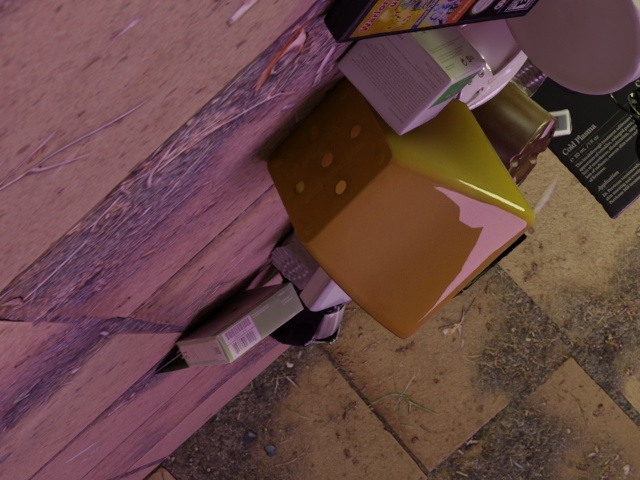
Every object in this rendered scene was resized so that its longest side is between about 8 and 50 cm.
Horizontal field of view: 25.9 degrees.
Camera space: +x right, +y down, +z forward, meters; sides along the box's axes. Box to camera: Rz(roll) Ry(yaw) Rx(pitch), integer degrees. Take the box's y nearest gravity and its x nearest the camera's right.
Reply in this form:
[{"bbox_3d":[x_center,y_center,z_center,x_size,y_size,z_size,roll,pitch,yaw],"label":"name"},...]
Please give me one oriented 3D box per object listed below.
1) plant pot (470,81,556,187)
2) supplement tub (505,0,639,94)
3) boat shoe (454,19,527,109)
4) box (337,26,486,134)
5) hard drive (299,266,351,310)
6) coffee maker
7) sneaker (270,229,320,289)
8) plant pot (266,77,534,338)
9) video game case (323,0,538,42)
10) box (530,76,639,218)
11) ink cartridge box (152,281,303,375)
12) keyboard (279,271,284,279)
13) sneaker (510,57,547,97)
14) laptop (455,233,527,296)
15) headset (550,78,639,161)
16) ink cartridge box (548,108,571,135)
[{"bbox_3d":[0.203,-0.150,1.789,0.167,0.165,0.167,-48,163,-20],"label":"plant pot"},{"bbox_3d":[0.370,-0.322,1.543,0.316,0.228,0.228,-38,172,-27],"label":"supplement tub"},{"bbox_3d":[0.153,-0.196,1.656,0.277,0.098,0.096,-40,174,-4],"label":"boat shoe"},{"bbox_3d":[0.094,-0.180,1.418,0.087,0.102,0.101,-44,174,32],"label":"box"},{"bbox_3d":[0.114,-0.025,1.991,0.203,0.040,0.307,-16,151,-42],"label":"hard drive"},{"bbox_3d":[-0.027,0.094,2.266,0.171,0.120,0.178,-18,154,-23],"label":"coffee maker"},{"bbox_3d":[-0.001,-0.003,2.076,0.095,0.090,0.235,-53,-178,-30],"label":"sneaker"},{"bbox_3d":[0.068,-0.055,1.530,0.187,0.212,0.212,25,119,-42],"label":"plant pot"},{"bbox_3d":[0.162,-0.279,1.200,0.248,0.035,0.275,-15,157,-38],"label":"video game case"},{"bbox_3d":[0.505,-0.270,2.247,0.343,0.312,0.179,-44,173,23],"label":"box"},{"bbox_3d":[-0.159,0.141,2.204,0.171,0.056,0.235,-36,-165,-37],"label":"ink cartridge box"},{"bbox_3d":[0.000,0.000,2.306,0.180,0.023,0.108,-46,164,27],"label":"keyboard"},{"bbox_3d":[0.256,-0.222,2.036,0.293,0.102,0.146,-35,171,-44],"label":"sneaker"},{"bbox_3d":[0.210,-0.040,2.352,0.264,0.234,0.136,-38,173,-25],"label":"laptop"},{"bbox_3d":[0.424,-0.261,1.935,0.243,0.185,0.394,-10,155,15],"label":"headset"},{"bbox_3d":[0.237,-0.158,2.118,0.208,0.045,0.206,-12,-176,-34],"label":"ink cartridge box"}]
